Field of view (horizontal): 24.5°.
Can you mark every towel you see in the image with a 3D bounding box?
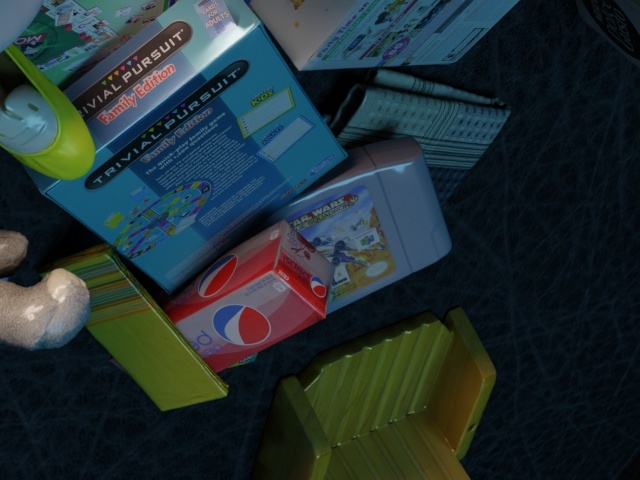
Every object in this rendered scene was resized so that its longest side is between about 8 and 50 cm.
[{"bbox_3d":[-0.202,0.099,1.617,0.102,0.021,0.237,-15,127,32],"label":"towel"},{"bbox_3d":[0.060,-0.070,1.838,0.324,0.056,0.312,2,130,-52],"label":"towel"}]

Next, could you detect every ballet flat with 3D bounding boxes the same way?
[{"bbox_3d":[-0.278,-0.133,1.234,0.077,0.077,0.231,-31,108,14],"label":"ballet flat"}]

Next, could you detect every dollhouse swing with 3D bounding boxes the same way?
[{"bbox_3d":[0.134,0.339,2.152,0.346,0.305,0.315,-18,141,-33],"label":"dollhouse swing"}]

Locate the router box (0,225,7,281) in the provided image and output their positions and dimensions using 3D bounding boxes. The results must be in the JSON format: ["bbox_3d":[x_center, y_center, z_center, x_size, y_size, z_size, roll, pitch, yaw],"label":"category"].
[{"bbox_3d":[-0.401,0.052,1.458,0.179,0.046,0.133,-5,132,-45],"label":"router box"}]

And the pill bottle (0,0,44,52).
[{"bbox_3d":[-0.325,-0.282,0.997,0.204,0.204,0.361,-37,147,-10],"label":"pill bottle"}]

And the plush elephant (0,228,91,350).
[{"bbox_3d":[-0.373,-0.035,1.217,0.272,0.330,0.255,-22,122,-52],"label":"plush elephant"}]

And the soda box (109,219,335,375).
[{"bbox_3d":[-0.112,0.082,1.650,0.263,0.083,0.092,-30,122,33],"label":"soda box"}]

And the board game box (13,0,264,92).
[{"bbox_3d":[-0.176,-0.246,1.356,0.317,0.046,0.213,-20,142,-34],"label":"board game box"}]

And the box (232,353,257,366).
[{"bbox_3d":[-0.127,0.116,1.844,0.179,0.043,0.105,-12,138,-42],"label":"box"}]

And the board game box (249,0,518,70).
[{"bbox_3d":[0.107,-0.278,1.492,0.224,0.097,0.303,-44,162,30],"label":"board game box"}]

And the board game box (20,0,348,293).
[{"bbox_3d":[-0.131,-0.095,1.494,0.254,0.079,0.336,-38,156,0],"label":"board game box"}]

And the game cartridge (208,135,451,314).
[{"bbox_3d":[0.000,0.000,1.730,0.297,0.062,0.198,-26,139,-3],"label":"game cartridge"}]

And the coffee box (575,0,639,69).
[{"bbox_3d":[0.498,-0.360,1.696,0.338,0.334,0.337,-40,149,-2],"label":"coffee box"}]
